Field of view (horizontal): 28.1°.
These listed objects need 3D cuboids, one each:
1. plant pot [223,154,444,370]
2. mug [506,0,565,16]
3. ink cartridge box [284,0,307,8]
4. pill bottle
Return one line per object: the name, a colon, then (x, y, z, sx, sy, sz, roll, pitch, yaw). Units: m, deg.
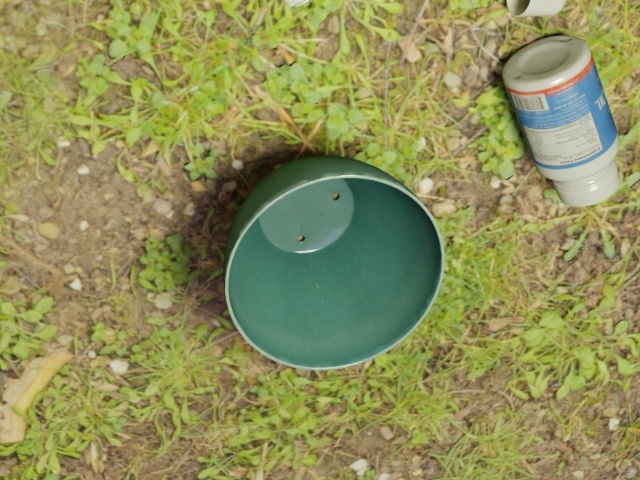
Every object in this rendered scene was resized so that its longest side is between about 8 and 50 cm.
plant pot: (0.000, 0.000, 1.723, 0.290, 0.195, 0.290, -6, 121, -11)
mug: (0.293, -0.331, 1.694, 0.064, 0.062, 0.078, 3, 125, -25)
ink cartridge box: (-0.035, -0.417, 1.541, 0.158, 0.092, 0.218, -33, 120, 6)
pill bottle: (0.340, -0.160, 1.764, 0.124, 0.124, 0.221, -26, 123, 1)
